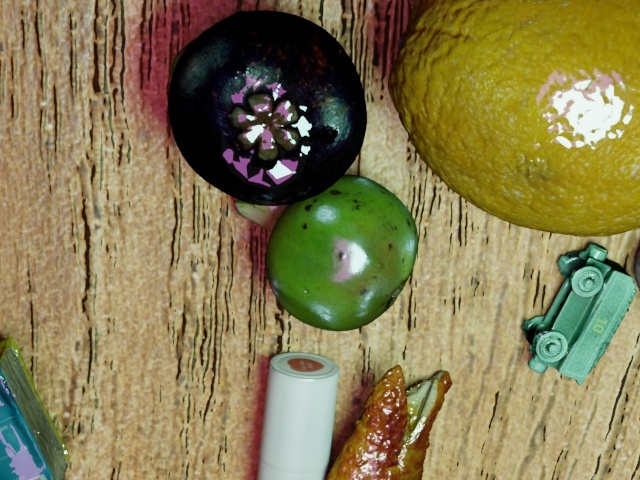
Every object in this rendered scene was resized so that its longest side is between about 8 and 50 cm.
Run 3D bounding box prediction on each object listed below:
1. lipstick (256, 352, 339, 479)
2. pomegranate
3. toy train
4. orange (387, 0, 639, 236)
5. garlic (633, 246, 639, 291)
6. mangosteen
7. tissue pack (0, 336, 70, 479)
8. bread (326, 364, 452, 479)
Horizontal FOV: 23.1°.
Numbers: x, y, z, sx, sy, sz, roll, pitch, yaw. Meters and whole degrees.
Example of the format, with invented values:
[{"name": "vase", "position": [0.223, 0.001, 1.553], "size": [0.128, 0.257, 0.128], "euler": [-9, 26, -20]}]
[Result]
[{"name": "lipstick", "position": [-0.036, 0.304, 1.928], "size": [0.087, 0.087, 0.327], "euler": [5, 107, -2]}, {"name": "pomegranate", "position": [0.001, -0.002, 1.803], "size": [0.225, 0.187, 0.187], "euler": [33, 106, 19]}, {"name": "toy train", "position": [0.312, 0.089, 1.876], "size": [0.099, 0.070, 0.172], "euler": [23, 105, -15]}, {"name": "orange", "position": [0.255, -0.171, 1.673], "size": [0.357, 0.322, 0.322], "euler": [15, 107, 7]}, {"name": "garlic", "position": [0.489, 0.046, 1.814], "size": [0.245, 0.160, 0.245], "euler": [3, 110, 9]}, {"name": "mangosteen", "position": [-0.059, -0.150, 1.715], "size": [0.243, 0.243, 0.243], "euler": [0, 107, 0]}, {"name": "tissue pack", "position": [-0.459, 0.250, 1.885], "size": [0.271, 0.134, 0.192], "euler": [-19, 105, 5]}, {"name": "bread", "position": [0.079, 0.277, 1.902], "size": [0.139, 0.095, 0.269], "euler": [3, 119, -48]}]
